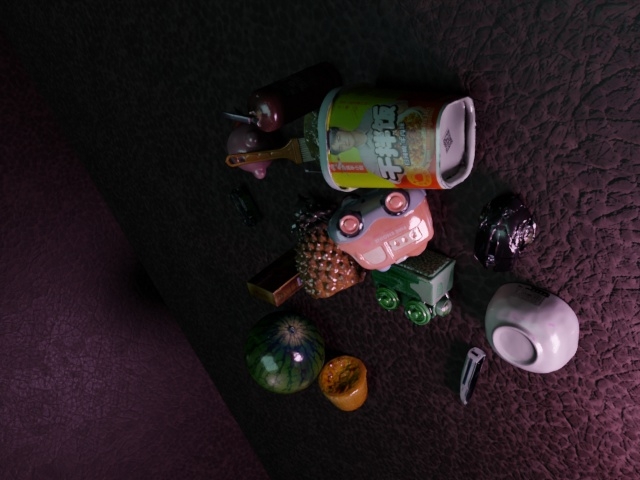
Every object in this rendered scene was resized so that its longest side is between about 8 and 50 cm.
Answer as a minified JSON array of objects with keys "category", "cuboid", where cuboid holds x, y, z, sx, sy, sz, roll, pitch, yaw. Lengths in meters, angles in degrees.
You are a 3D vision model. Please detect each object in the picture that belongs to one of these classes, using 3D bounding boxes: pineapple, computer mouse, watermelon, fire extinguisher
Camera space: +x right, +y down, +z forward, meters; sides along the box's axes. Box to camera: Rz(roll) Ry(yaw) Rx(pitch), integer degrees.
[{"category":"pineapple","cuboid":[0.000,0.000,1.838,0.222,0.222,0.358,-22,88,55]},{"category":"computer mouse","cuboid":[0.447,-0.009,1.392,0.146,0.077,0.242,32,140,32]},{"category":"watermelon","cuboid":[-0.148,0.453,2.268,0.363,0.363,0.364,30,139,31]},{"category":"fire extinguisher","cuboid":[-0.098,-0.379,1.493,0.135,0.337,0.114,30,138,31]}]

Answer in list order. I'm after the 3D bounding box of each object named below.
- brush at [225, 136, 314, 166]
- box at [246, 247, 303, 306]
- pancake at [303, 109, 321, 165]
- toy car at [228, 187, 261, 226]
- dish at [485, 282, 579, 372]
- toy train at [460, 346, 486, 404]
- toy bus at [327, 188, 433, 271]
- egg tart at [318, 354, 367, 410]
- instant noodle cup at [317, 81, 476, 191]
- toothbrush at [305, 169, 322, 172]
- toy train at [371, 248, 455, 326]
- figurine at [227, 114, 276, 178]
[{"category":"brush","cuboid":[-0.154,-0.274,1.765,0.313,0.017,0.090,-7,120,9]},{"category":"box","cuboid":[-0.136,0.132,2.058,0.159,0.240,0.071,21,136,39]},{"category":"pancake","cuboid":[0.049,-0.287,1.639,0.253,0.037,0.254,28,144,23]},{"category":"toy car","cuboid":[-0.294,-0.134,2.176,0.071,0.062,0.165,-7,113,51]},{"category":"dish","cuboid":[0.539,0.246,1.463,0.256,0.117,0.256,30,140,30]},{"category":"toy train","cuboid":[0.469,0.440,1.764,0.048,0.055,0.252,31,138,30]},{"category":"toy bus","cuboid":[0.176,-0.040,1.531,0.287,0.194,0.232,-28,108,14]},{"category":"egg tart","cuboid":[0.106,0.578,2.215,0.202,0.203,0.147,16,144,42]},{"category":"instant noodle cup","cuboid":[0.194,-0.244,1.345,0.307,0.294,0.294,11,127,35]},{"category":"toothbrush","cuboid":[-0.017,-0.227,1.817,0.096,0.006,0.008,11,123,45]},{"category":"toy train","cuboid":[0.271,0.125,1.657,0.265,0.145,0.202,21,131,38]},{"category":"figurine","cuboid":[-0.227,-0.311,1.854,0.173,0.173,0.173,30,139,31]}]
